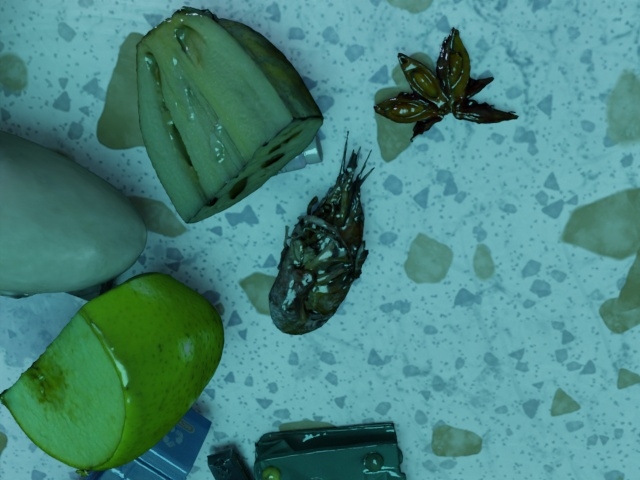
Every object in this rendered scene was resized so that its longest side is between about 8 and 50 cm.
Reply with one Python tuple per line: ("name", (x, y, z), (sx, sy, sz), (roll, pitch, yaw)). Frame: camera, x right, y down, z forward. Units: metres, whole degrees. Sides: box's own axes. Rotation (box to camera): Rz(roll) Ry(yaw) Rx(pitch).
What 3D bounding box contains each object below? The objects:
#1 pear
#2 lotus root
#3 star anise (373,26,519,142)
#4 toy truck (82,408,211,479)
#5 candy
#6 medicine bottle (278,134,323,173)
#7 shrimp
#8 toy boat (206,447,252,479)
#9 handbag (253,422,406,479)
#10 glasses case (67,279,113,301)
("pear", (-0.287, 0.192, 1.507), (0.238, 0.318, 0.342), (53, 131, 3))
("lotus root", (-0.152, -0.207, 1.409), (0.267, 0.149, 0.260), (-40, 77, 34))
("star anise", (0.178, -0.230, 1.414), (0.212, 0.053, 0.157), (-8, 111, 12))
("toy truck", (-0.342, 0.426, 1.664), (0.146, 0.175, 0.367), (35, 105, -10))
("candy", (-0.462, -0.058, 1.396), (0.427, 0.386, 0.186), (17, 108, -20))
("medicine bottle", (-0.044, -0.134, 1.479), (0.089, 0.052, 0.052), (-11, 110, 11))
("shrimp", (0.003, -0.002, 1.494), (0.145, 0.116, 0.343), (10, 111, -23))
("toy boat", (-0.151, 0.435, 1.717), (0.055, 0.060, 0.141), (-20, 115, 13))
("handbag", (0.020, 0.462, 1.682), (0.274, 0.100, 0.268), (-3, 110, 9))
("glasses case", (-0.488, 0.009, 1.579), (0.299, 0.060, 0.114), (20, 133, -1))
